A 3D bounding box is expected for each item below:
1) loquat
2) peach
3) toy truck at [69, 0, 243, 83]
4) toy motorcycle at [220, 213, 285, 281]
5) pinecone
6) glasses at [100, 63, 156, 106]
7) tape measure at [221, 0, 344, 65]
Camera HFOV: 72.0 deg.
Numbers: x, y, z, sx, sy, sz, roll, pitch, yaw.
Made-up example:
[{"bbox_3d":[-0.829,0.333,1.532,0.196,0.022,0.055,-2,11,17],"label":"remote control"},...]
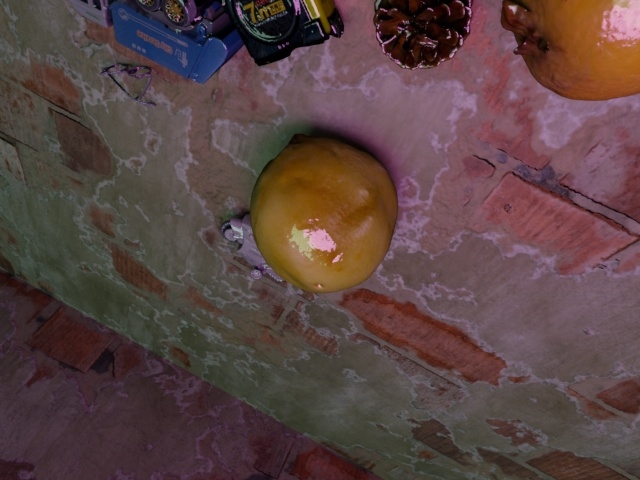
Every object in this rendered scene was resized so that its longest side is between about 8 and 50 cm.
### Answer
[{"bbox_3d":[0.365,-0.309,0.544,0.275,0.275,0.275,15,135,15],"label":"loquat"},{"bbox_3d":[-0.001,-0.055,0.959,0.315,0.314,0.281,42,171,-15],"label":"peach"},{"bbox_3d":[-0.317,-0.458,0.851,0.367,0.146,0.175,29,141,0],"label":"toy truck"},{"bbox_3d":[-0.149,0.014,1.239,0.171,0.110,0.260,-33,115,31],"label":"toy motorcycle"},{"bbox_3d":[0.156,-0.344,0.690,0.163,0.165,0.163,11,135,12],"label":"pinecone"},{"bbox_3d":[-0.452,-0.365,1.069,0.140,0.062,0.104,15,136,17],"label":"glasses"},{"bbox_3d":[-0.071,-0.426,0.777,0.199,0.112,0.186,-9,132,27],"label":"tape measure"}]
